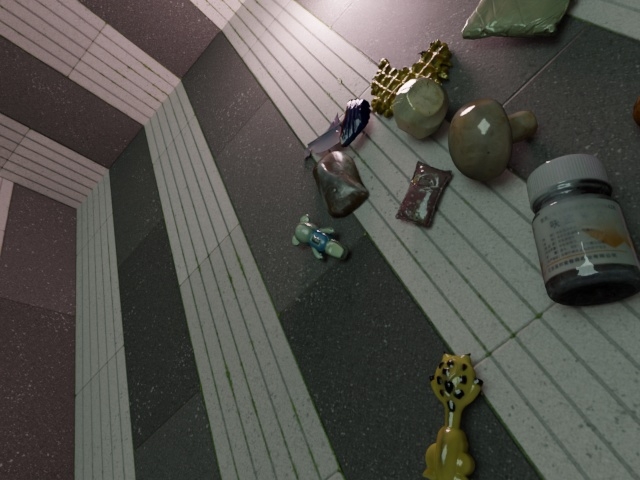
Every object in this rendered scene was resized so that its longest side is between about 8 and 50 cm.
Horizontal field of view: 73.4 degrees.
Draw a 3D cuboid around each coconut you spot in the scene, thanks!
[{"bbox_3d":[0.291,-0.385,1.262,0.160,0.162,0.161,0,81,-1],"label":"coconut"}]

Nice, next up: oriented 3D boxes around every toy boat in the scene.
[{"bbox_3d":[0.048,-0.373,1.515,0.318,0.072,0.219,-38,36,23],"label":"toy boat"}]

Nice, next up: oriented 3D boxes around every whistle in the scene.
[{"bbox_3d":[0.000,0.000,1.370,0.235,0.077,0.114,28,96,40],"label":"whistle"}]

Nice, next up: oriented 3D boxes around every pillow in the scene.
[{"bbox_3d":[0.289,-0.129,1.206,0.118,0.043,0.185,21,86,39],"label":"pillow"},{"bbox_3d":[0.587,-0.684,1.224,0.274,0.076,0.281,23,78,43],"label":"pillow"}]

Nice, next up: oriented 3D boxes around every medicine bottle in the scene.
[{"bbox_3d":[0.516,-0.020,0.860,0.165,0.165,0.274,-18,58,34],"label":"medicine bottle"}]

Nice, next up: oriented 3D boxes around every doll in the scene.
[{"bbox_3d":[0.280,0.382,0.907,0.117,0.086,0.292,-11,59,42],"label":"doll"}]

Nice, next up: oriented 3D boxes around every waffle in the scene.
[{"bbox_3d":[0.280,-0.526,1.409,0.292,0.069,0.260,-7,62,40],"label":"waffle"}]

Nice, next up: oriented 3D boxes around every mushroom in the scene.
[{"bbox_3d":[0.419,-0.253,1.083,0.206,0.208,0.207,10,102,57],"label":"mushroom"}]

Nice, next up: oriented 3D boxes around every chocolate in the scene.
[{"bbox_3d":[0.047,-0.200,1.426,0.156,0.080,0.254,-37,48,21],"label":"chocolate"}]

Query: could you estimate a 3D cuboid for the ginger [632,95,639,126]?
[{"bbox_3d":[0.747,-0.249,0.777,0.321,0.172,0.165,30,94,45],"label":"ginger"}]
